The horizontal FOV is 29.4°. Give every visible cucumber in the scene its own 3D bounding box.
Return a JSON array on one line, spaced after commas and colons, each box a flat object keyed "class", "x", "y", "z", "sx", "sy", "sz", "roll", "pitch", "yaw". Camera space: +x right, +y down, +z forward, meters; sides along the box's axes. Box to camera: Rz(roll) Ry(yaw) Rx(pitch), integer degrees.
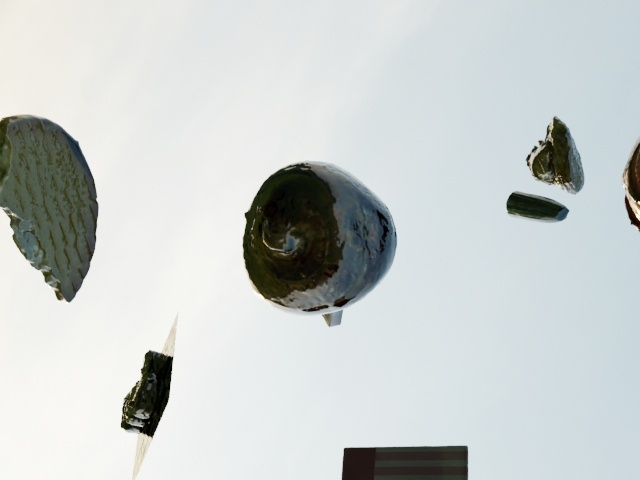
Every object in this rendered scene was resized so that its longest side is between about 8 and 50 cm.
[{"class": "cucumber", "x": 0.374, "y": -0.053, "z": 2.082, "sx": 0.105, "sy": 0.048, "sz": 0.048, "roll": 15, "pitch": -95, "yaw": 31}]

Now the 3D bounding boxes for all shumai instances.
[{"class": "shumai", "x": 0.434, "y": -0.146, "z": 2.232, "sx": 0.105, "sy": 0.123, "sz": 0.139, "roll": -38, "pitch": -107, "yaw": 10}]

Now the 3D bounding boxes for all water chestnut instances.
[{"class": "water chestnut", "x": 0.000, "y": 0.000, "z": 1.738, "sx": 0.238, "sy": 0.224, "sz": 0.223, "roll": 4, "pitch": 107, "yaw": -81}]

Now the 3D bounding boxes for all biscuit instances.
[{"class": "biscuit", "x": -0.318, "y": -0.034, "z": 1.400, "sx": 0.031, "sy": 0.176, "sz": 0.228, "roll": 8, "pitch": -76, "yaw": 28}]

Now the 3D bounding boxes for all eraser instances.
[{"class": "eraser", "x": 0.021, "y": 0.110, "z": 2.311, "sx": 0.065, "sy": 0.026, "sz": 0.105, "roll": -118, "pitch": -155, "yaw": -43}]

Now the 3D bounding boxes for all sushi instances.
[{"class": "sushi", "x": -0.301, "y": 0.261, "z": 2.056, "sx": 0.231, "sy": 0.047, "sz": 0.219, "roll": -93, "pitch": -156, "yaw": -55}]

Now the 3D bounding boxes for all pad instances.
[{"class": "pad", "x": 0.123, "y": 0.441, "z": 1.823, "sx": 0.005, "sy": 0.202, "sz": 0.300, "roll": 74, "pitch": 17, "yaw": -50}]

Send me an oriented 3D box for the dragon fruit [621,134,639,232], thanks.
[{"class": "dragon fruit", "x": 0.575, "y": -0.101, "z": 1.842, "sx": 0.241, "sy": 0.252, "sz": 0.241, "roll": 43, "pitch": -30, "yaw": 32}]
